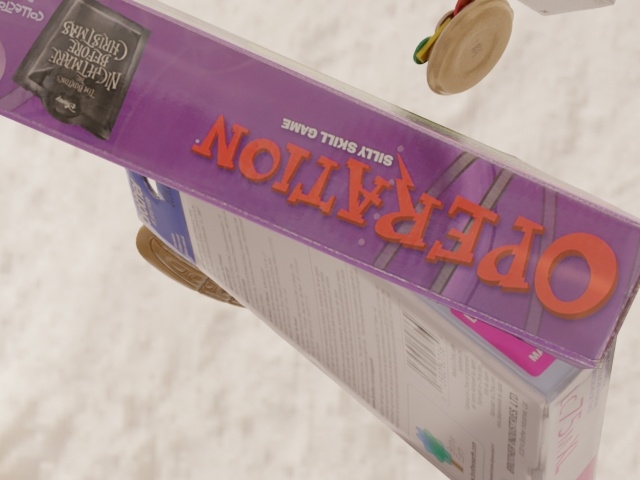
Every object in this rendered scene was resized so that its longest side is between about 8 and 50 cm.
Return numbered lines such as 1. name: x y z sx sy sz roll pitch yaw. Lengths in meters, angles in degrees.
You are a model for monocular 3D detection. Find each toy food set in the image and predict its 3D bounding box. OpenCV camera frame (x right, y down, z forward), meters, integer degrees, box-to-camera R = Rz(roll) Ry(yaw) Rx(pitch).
1. toy food set: 0.101 -0.136 1.328 0.083 0.082 0.020 -48 61 -1

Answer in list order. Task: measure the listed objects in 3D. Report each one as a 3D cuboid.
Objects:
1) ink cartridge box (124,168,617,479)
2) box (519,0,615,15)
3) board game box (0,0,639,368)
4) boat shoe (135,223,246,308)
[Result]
1. ink cartridge box: 0.016 0.015 1.023 0.311 0.065 0.186 36 158 22
2. box: 0.196 -0.254 1.649 0.102 0.101 0.087 1 68 57
3. board game box: -0.084 -0.065 0.583 0.208 0.346 0.056 -148 81 -83
4. boat shoe: 0.000 0.000 1.455 0.098 0.277 0.096 127 153 -60
